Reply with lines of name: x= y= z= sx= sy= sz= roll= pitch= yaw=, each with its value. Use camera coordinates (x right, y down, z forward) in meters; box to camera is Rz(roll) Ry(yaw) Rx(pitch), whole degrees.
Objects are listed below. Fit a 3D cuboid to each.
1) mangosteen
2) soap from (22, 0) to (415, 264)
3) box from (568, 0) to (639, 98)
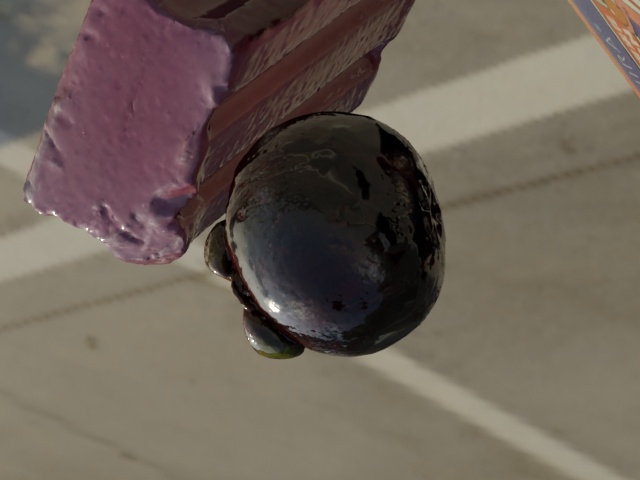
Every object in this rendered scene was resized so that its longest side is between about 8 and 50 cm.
mangosteen: x=0.000 y=0.000 z=1.163 sx=0.152 sy=0.152 sz=0.152 roll=16 pitch=159 yaw=6
soap: x=-0.051 y=-0.147 z=1.484 sx=0.128 sy=0.359 sz=0.233 roll=34 pitch=127 yaw=11
box: x=0.349 y=-0.198 z=1.285 sx=0.348 sy=0.318 sz=0.257 roll=49 pitch=180 yaw=-20
